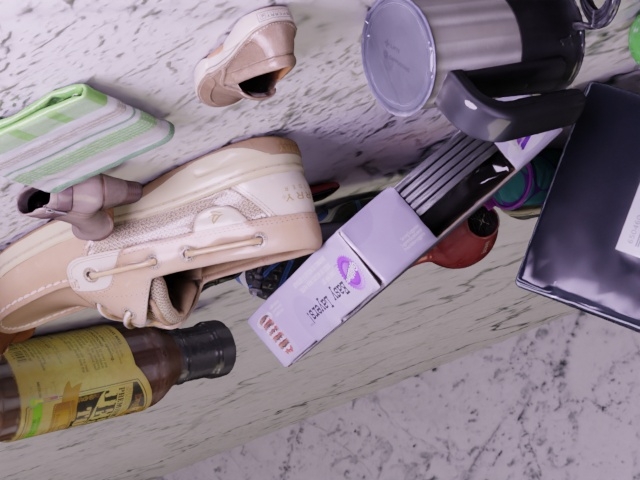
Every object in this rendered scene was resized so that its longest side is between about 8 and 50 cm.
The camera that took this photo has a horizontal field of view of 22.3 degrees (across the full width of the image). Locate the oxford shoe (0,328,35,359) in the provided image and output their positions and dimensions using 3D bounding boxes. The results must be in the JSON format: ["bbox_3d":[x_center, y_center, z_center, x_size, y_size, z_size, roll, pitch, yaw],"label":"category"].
[{"bbox_3d":[-0.322,0.090,1.542,0.076,0.076,0.212,-23,170,11],"label":"oxford shoe"}]

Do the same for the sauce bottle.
[{"bbox_3d":[-0.250,0.151,1.864,0.344,0.111,0.111,-10,166,-38],"label":"sauce bottle"}]

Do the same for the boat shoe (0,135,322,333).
[{"bbox_3d":[-0.155,0.023,1.389,0.341,0.110,0.121,-24,168,27],"label":"boat shoe"}]

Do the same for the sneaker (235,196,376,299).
[{"bbox_3d":[0.000,0.000,1.678,0.211,0.080,0.081,-15,-165,-28],"label":"sneaker"}]

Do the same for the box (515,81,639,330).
[{"bbox_3d":[0.399,0.011,1.644,0.293,0.212,0.395,21,-178,19],"label":"box"}]

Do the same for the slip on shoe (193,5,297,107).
[{"bbox_3d":[-0.048,-0.111,1.090,0.051,0.041,0.135,-13,168,-28],"label":"slip on shoe"}]

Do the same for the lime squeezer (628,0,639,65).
[{"bbox_3d":[0.319,-0.184,1.336,0.310,0.059,0.110,-3,135,-41],"label":"lime squeezer"}]

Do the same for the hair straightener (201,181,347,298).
[{"bbox_3d":[-0.077,0.012,1.520,0.230,0.089,0.047,-14,170,-21],"label":"hair straightener"}]

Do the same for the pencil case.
[{"bbox_3d":[0.235,-0.064,1.724,0.151,0.064,0.070,-4,145,-51],"label":"pencil case"}]

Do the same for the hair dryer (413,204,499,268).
[{"bbox_3d":[0.099,0.028,1.801,0.293,0.080,0.223,-32,-178,41],"label":"hair dryer"}]

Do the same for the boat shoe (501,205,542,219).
[{"bbox_3d":[0.272,-0.057,1.872,0.137,0.049,0.043,-20,168,32],"label":"boat shoe"}]

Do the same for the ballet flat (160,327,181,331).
[{"bbox_3d":[-0.230,0.146,1.995,0.173,0.057,0.049,-11,131,-45],"label":"ballet flat"}]

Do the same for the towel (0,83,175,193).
[{"bbox_3d":[-0.177,-0.073,1.133,0.113,0.023,0.152,-23,166,13],"label":"towel"}]

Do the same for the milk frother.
[{"bbox_3d":[0.121,-0.150,1.090,0.134,0.129,0.143,-12,124,-33],"label":"milk frother"}]

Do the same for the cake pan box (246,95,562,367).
[{"bbox_3d":[0.073,-0.010,1.466,0.246,0.070,0.267,-42,178,-27],"label":"cake pan box"}]

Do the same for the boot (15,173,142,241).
[{"bbox_3d":[-0.198,-0.027,1.277,0.087,0.042,0.118,-2,160,-37],"label":"boot"}]
